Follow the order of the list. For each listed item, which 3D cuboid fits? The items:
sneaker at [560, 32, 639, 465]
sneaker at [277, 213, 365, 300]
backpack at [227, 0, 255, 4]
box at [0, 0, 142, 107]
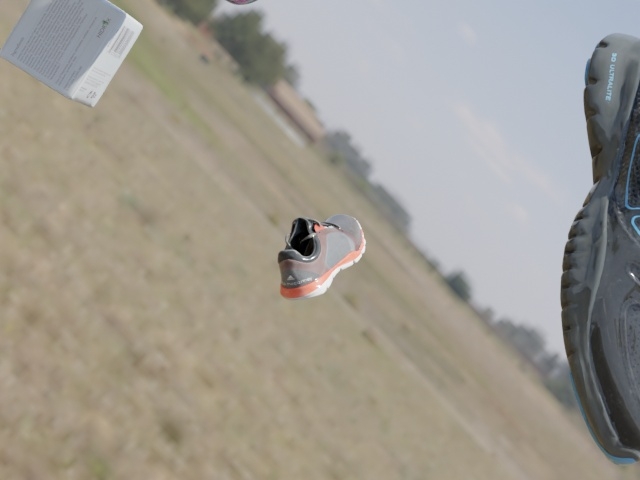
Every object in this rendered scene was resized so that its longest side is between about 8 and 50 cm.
[{"bbox_3d":[0.261,0.000,1.381,0.140,0.340,0.125,1,-15,20],"label":"sneaker"},{"bbox_3d":[0.000,0.000,1.825,0.158,0.061,0.064,-55,133,-59],"label":"sneaker"},{"bbox_3d":[-0.079,-0.307,1.616,0.188,0.166,0.144,28,46,-40],"label":"backpack"},{"bbox_3d":[-0.242,-0.195,1.791,0.087,0.102,0.101,33,3,5],"label":"box"}]
